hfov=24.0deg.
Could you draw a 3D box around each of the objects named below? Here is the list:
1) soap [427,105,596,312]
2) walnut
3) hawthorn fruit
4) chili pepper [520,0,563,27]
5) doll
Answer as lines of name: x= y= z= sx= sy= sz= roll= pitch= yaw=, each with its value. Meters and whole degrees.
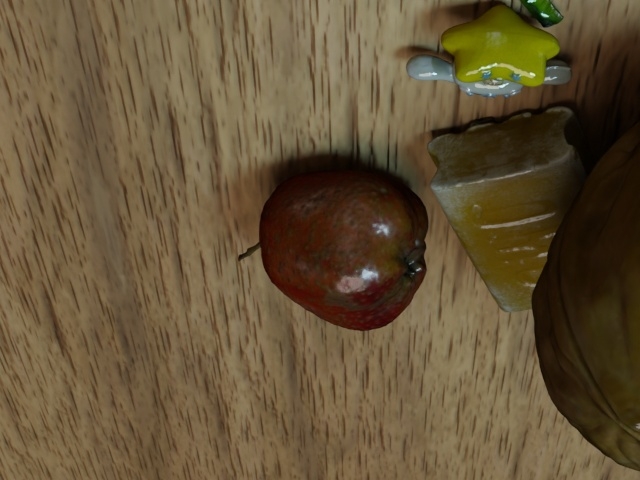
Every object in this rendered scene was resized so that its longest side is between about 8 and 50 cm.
soap: x=0.203 y=-0.025 z=1.442 sx=0.140 sy=0.073 sz=0.232 roll=-11 pitch=144 yaw=19
walnut: x=0.358 y=0.028 z=1.260 sx=0.308 sy=0.398 sz=0.354 roll=38 pitch=152 yaw=15
hawthorn fruit: x=0.000 y=0.000 z=1.452 sx=0.204 sy=0.162 sz=0.162 roll=11 pitch=150 yaw=21
chili pepper: x=0.174 y=-0.203 z=1.228 sx=0.027 sy=0.022 sz=0.083 roll=22 pitch=161 yaw=37
doll: x=0.139 y=-0.153 z=1.278 sx=0.135 sy=0.071 sz=0.113 roll=-4 pitch=165 yaw=21
